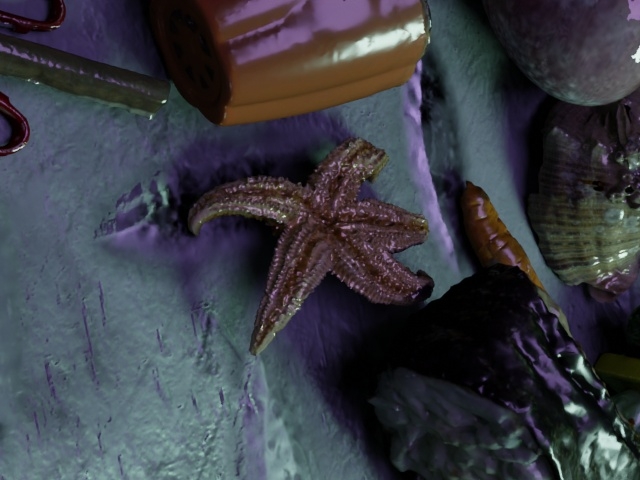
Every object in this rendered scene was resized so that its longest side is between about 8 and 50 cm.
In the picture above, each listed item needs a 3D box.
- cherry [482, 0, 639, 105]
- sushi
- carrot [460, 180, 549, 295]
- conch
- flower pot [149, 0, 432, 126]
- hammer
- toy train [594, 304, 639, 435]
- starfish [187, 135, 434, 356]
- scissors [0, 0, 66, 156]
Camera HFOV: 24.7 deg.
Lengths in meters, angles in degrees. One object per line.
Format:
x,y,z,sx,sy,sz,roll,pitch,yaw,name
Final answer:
0.269,-0.243,1.384,0.285,0.213,0.236,39,42,-5,cherry
0.182,0.186,1.307,0.171,0.211,0.350,-50,123,-33,sushi
0.193,0.053,1.413,0.059,0.059,0.248,-38,109,-33,carrot
0.296,-0.057,1.466,0.178,0.163,0.245,11,100,-5,conch
-0.034,-0.181,1.176,0.173,0.190,0.190,-27,105,-22,flower pot
-0.240,-0.139,1.071,0.297,0.027,0.125,15,84,-34,hammer
0.418,0.221,1.529,0.369,0.150,0.237,40,75,-24,toy train
0.000,-0.001,1.245,0.238,0.071,0.216,18,59,-22,starfish
-0.305,-0.164,1.051,0.248,0.017,0.144,23,74,-34,scissors
